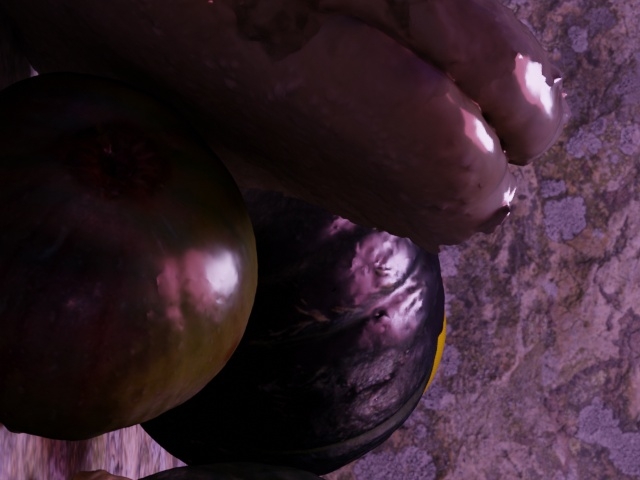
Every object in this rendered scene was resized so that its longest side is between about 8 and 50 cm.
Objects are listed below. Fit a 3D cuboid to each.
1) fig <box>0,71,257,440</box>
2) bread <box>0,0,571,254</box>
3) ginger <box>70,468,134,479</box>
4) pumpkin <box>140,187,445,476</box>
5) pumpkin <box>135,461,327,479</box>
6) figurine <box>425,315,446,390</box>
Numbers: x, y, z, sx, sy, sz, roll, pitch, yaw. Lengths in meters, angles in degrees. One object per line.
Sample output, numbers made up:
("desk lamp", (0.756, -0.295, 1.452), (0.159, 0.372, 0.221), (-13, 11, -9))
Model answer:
("fig", (-0.115, 0.036, 0.820), (0.245, 0.149, 0.149), (121, -23, -52))
("bread", (-0.051, -0.099, 0.816), (0.337, 0.183, 0.102), (20, -105, 54))
("ginger", (-0.092, 0.203, 1.031), (0.081, 0.148, 0.334), (-47, 172, -25))
("pumpkin", (-0.050, 0.021, 1.082), (0.250, 0.216, 0.250), (45, -36, 46))
("pumpkin", (-0.016, 0.230, 0.713), (0.207, 0.300, 0.300), (-38, -138, 50))
("figurine", (0.000, 0.000, 1.663), (0.187, 0.215, 0.344), (87, 2, -89))
